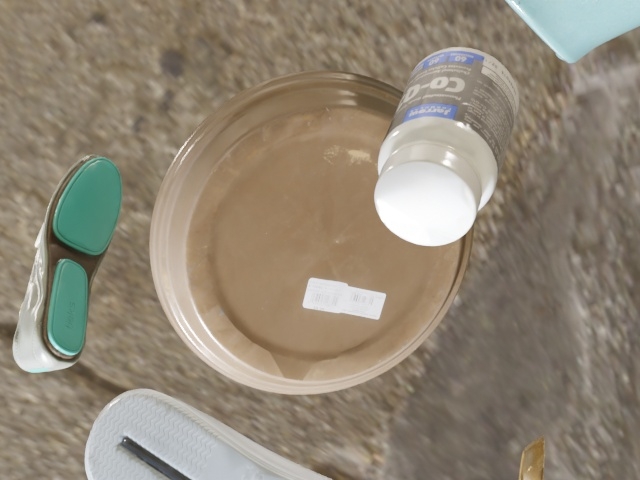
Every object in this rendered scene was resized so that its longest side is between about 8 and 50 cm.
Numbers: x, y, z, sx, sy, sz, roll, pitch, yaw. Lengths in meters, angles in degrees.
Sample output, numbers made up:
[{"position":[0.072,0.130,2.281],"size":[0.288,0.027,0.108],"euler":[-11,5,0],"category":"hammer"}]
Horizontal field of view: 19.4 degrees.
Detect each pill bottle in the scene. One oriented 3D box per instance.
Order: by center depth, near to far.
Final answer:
[{"position":[0.081,-0.061,1.214],"size":[0.078,0.078,0.137],"euler":[2,35,15],"category":"pill bottle"}]

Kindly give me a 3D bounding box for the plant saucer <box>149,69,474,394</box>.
[{"position":[0.000,0.000,1.532],"size":[0.278,0.041,0.277],"euler":[-5,107,-16],"category":"plant saucer"}]

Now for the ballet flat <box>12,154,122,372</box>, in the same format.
[{"position":[-0.231,0.020,1.662],"size":[0.068,0.072,0.213],"euler":[-21,48,41],"category":"ballet flat"}]

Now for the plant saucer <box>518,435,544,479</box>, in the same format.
[{"position":[0.159,0.189,1.428],"size":[0.015,0.083,0.083],"euler":[6,76,3],"category":"plant saucer"}]

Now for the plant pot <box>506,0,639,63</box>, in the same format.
[{"position":[0.239,-0.291,1.535],"size":[0.255,0.272,0.271],"euler":[-43,69,11],"category":"plant pot"}]

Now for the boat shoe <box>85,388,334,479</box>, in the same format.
[{"position":[-0.002,0.175,1.051],"size":[0.302,0.094,0.109],"euler":[35,98,31],"category":"boat shoe"}]
